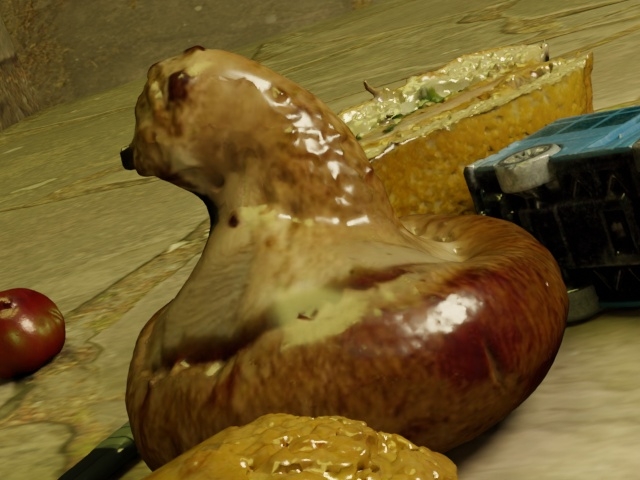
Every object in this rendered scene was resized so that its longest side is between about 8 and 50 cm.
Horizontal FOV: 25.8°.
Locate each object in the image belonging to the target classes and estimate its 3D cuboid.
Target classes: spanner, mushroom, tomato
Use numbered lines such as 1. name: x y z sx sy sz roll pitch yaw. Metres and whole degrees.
1. spanner: -0.107 0.116 0.977 0.087 0.024 0.316 -10 19 41
2. mushroom: 0.009 0.036 0.786 0.267 0.254 0.267 -15 42 14
3. tomato: -0.269 0.078 1.229 0.087 0.075 0.087 -21 11 4

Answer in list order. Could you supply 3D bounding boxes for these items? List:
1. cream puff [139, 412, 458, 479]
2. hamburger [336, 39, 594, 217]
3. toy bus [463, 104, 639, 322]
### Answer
1. cream puff: -0.021 0.138 0.563 0.189 0.129 0.189 -19 11 4
2. hamburger: 0.073 -0.038 1.019 0.283 0.157 0.144 -24 32 -18
3. toy bus: 0.218 -0.027 0.853 0.133 0.116 0.234 -28 14 -37
